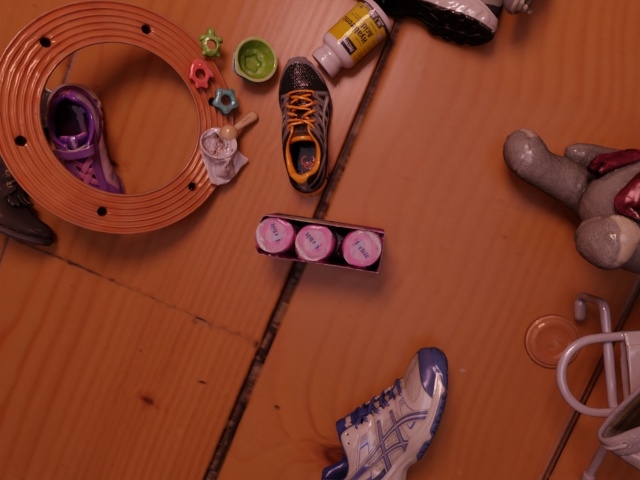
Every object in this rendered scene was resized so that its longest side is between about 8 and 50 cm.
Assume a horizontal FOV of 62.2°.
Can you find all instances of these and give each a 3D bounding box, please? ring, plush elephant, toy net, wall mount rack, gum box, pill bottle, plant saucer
[{"bbox_3d":[-0.291,-0.177,0.784,0.337,0.032,0.336,-3,96,-29],"label":"ring"},{"bbox_3d":[0.462,-0.090,0.672,0.330,0.271,0.255,22,121,-19],"label":"plush elephant"},{"bbox_3d":[-0.148,-0.203,0.815,0.122,0.045,0.232,12,90,-26],"label":"toy net"},{"bbox_3d":[0.496,0.223,0.757,0.351,0.130,0.303,-3,90,2],"label":"wall mount rack"},{"bbox_3d":[0.000,0.000,0.805,0.189,0.107,0.062,9,95,6],"label":"gum box"},{"bbox_3d":[0.045,-0.303,0.803,0.116,0.065,0.065,-41,89,8],"label":"pill bottle"},{"bbox_3d":[0.361,0.157,0.824,0.084,0.013,0.083,0,94,7],"label":"plant saucer"}]

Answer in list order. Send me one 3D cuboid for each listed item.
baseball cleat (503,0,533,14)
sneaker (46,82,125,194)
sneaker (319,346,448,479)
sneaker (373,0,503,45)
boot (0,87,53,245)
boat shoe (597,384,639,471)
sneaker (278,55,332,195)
[{"bbox_3d":[0.294,-0.405,0.756,0.109,0.072,0.206,36,69,12],"label":"baseball cleat"},{"bbox_3d":[-0.369,-0.128,0.822,0.095,0.104,0.236,-14,102,-17],"label":"sneaker"},{"bbox_3d":[0.093,0.288,0.812,0.131,0.112,0.296,23,95,4],"label":"sneaker"},{"bbox_3d":[0.143,-0.387,0.779,0.272,0.100,0.107,24,86,-2],"label":"sneaker"},{"bbox_3d":[-0.487,-0.143,0.855,0.263,0.091,0.229,42,83,-16],"label":"boot"},{"bbox_3d":[0.470,0.149,0.631,0.103,0.118,0.320,34,102,-7],"label":"boat shoe"},{"bbox_3d":[-0.024,-0.177,0.810,0.084,0.083,0.214,-7,92,8],"label":"sneaker"}]
